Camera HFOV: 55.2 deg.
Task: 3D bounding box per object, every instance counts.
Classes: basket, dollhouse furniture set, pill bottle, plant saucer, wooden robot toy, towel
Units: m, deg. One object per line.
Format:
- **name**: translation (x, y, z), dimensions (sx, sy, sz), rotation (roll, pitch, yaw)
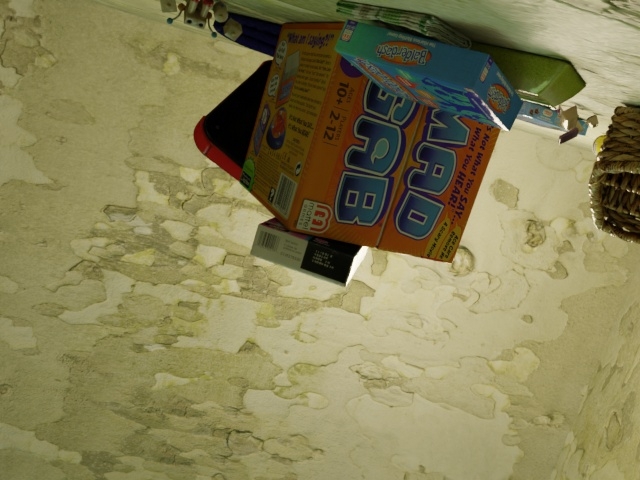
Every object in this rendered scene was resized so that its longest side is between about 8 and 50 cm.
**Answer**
- **basket**: translation (0.595, -0.073, 0.984), dimensions (0.299, 0.223, 0.213), rotation (27, -163, 36)
- **dollhouse furniture set**: translation (0.524, -0.275, 1.277), dimensions (0.081, 0.091, 0.114), rotation (68, -169, 22)
- **pill bottle**: translation (0.832, -0.264, 1.742), dimensions (0.065, 0.065, 0.116), rotation (14, -166, -10)
- **plant saucer**: translation (0.268, -0.236, 0.877), dimensions (0.188, 0.045, 0.188), rotation (23, -166, 27)
- **wooden robot toy**: translation (-0.239, -0.470, 1.230), dimensions (0.173, 0.076, 0.079), rotation (9, -130, -27)
- **towel**: translation (-0.092, -0.470, 1.495), dimensions (0.227, 0.076, 0.308), rotation (21, -166, 23)
- **towel**: translation (0.106, -0.276, 0.794), dimensions (0.152, 0.023, 0.113), rotation (26, -165, 36)

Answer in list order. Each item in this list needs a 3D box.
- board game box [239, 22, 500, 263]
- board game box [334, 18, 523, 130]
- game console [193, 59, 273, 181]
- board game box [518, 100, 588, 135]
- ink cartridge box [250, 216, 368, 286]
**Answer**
- **board game box**: translation (0.088, -0.204, 1.226), dimensions (0.356, 0.356, 0.356), rotation (11, -166, -25)
- **board game box**: translation (0.144, -0.218, 0.810), dimensions (0.210, 0.047, 0.160), rotation (28, -174, 34)
- **game console**: translation (-0.088, -0.257, 1.508), dimensions (0.342, 0.060, 0.386), rotation (40, -128, -6)
- **board game box**: translation (0.540, -0.315, 1.538), dimensions (0.211, 0.039, 0.160), rotation (8, -165, -29)
- **ink cartridge box**: translation (0.000, 0.000, 1.202), dimensions (0.175, 0.069, 0.371), rotation (19, -171, 7)
